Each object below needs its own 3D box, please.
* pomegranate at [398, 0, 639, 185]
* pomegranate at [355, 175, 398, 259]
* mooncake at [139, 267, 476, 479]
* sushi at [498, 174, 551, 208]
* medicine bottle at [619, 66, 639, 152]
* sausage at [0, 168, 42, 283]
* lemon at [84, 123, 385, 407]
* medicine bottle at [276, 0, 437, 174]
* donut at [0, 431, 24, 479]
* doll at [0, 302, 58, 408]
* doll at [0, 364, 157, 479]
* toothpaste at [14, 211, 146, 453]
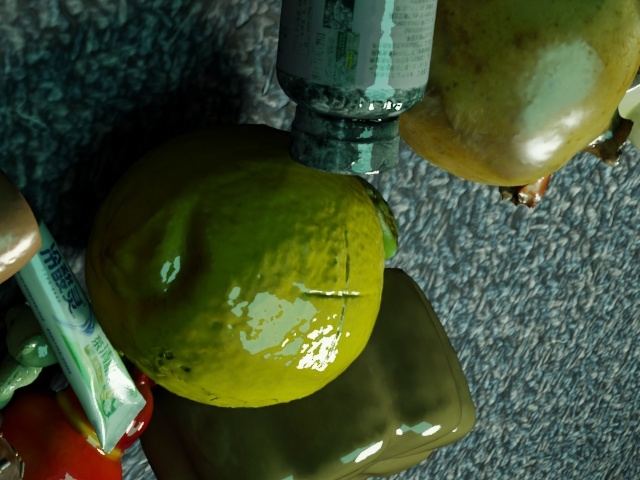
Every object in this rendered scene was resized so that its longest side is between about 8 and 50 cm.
[{"bbox_3d":[0.178,-0.198,1.833,0.307,0.307,0.307,-31,149,-21],"label":"pomegranate"},{"bbox_3d":[-0.006,-0.010,2.003,0.169,0.143,0.122,-21,119,29],"label":"pomegranate"},{"bbox_3d":[-0.012,0.199,2.076,0.378,0.201,0.378,-27,167,-7],"label":"mooncake"},{"bbox_3d":[0.255,-0.151,2.157,0.103,0.097,0.226,12,106,-62],"label":"sushi"},{"bbox_3d":[0.479,-0.182,2.201,0.236,0.236,0.406,-52,157,15],"label":"medicine bottle"},{"bbox_3d":[-0.388,0.038,1.586,0.304,0.121,0.121,-33,150,-18],"label":"sausage"},{"bbox_3d":[-0.081,0.025,1.788,0.297,0.297,0.297,-31,149,-21],"label":"lemon"},{"bbox_3d":[0.035,-0.210,1.657,0.141,0.141,0.293,-11,112,-44],"label":"medicine bottle"},{"bbox_3d":[-0.388,0.199,1.727,0.230,0.216,0.096,-28,-146,61],"label":"donut"},{"bbox_3d":[-0.301,0.114,1.850,0.150,0.077,0.115,-49,172,38],"label":"doll"},{"bbox_3d":[-0.299,0.247,1.930,0.363,0.160,0.182,-44,154,1],"label":"doll"},{"bbox_3d":[-0.245,0.076,1.776,0.075,0.048,0.297,-53,134,-38],"label":"toothpaste"}]
